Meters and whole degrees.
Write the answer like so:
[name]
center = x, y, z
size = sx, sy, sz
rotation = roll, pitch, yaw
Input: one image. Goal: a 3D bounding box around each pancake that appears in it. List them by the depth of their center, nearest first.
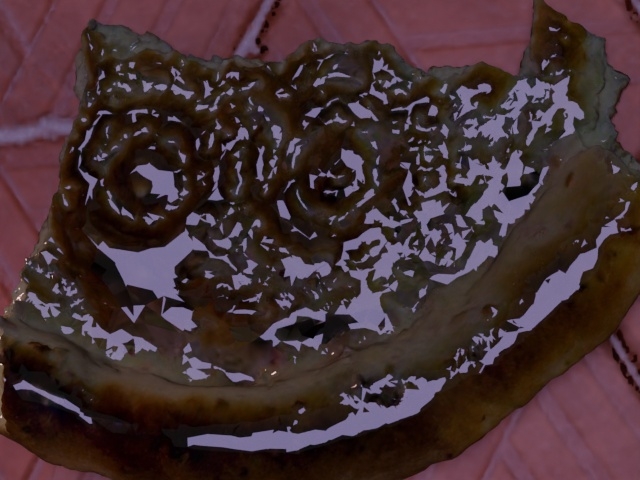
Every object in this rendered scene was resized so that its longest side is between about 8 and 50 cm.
[pancake]
center = -0.001, 0.006, 0.948
size = 0.426, 0.067, 0.305
rotation = -1, 84, 10
